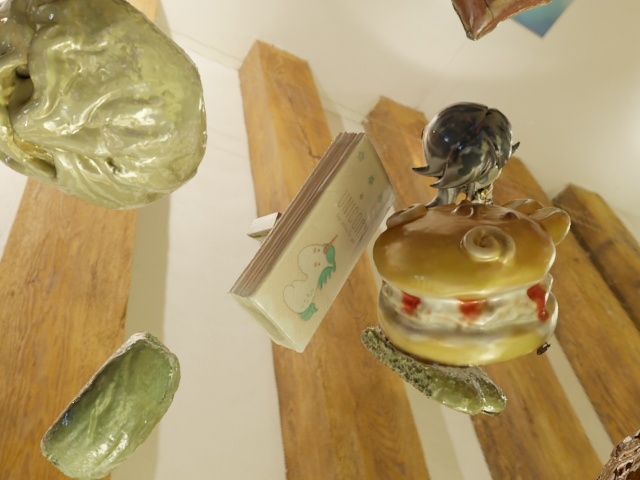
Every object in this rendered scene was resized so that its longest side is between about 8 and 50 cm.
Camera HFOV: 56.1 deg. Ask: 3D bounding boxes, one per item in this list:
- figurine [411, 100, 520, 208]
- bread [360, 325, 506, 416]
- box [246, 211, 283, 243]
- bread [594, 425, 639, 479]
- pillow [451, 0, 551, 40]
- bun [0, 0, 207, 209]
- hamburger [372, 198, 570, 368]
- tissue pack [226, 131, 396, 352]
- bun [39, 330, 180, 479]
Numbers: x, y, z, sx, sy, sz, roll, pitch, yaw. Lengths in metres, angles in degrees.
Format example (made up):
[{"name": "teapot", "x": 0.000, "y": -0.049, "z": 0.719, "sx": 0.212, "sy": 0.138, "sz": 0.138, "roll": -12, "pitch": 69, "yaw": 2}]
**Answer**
[{"name": "figurine", "x": 0.280, "y": -0.150, "z": 1.165, "sx": 0.196, "sy": 0.265, "sz": 0.175, "roll": 17, "pitch": -123, "yaw": 3}, {"name": "bread", "x": 0.199, "y": 0.215, "z": 1.006, "sx": 0.207, "sy": 0.056, "sz": 0.286, "roll": 19, "pitch": -175, "yaw": -30}, {"name": "box", "x": -0.107, "y": -0.023, "z": 1.288, "sx": 0.049, "sy": 0.207, "sz": 0.041, "roll": 27, "pitch": -103, "yaw": -19}, {"name": "bread", "x": 0.429, "y": 0.337, "z": 0.761, "sx": 0.148, "sy": 0.270, "sz": 0.269, "roll": 33, "pitch": -150, "yaw": 25}, {"name": "pillow", "x": 0.312, "y": -0.468, "z": 1.066, "sx": 0.172, "sy": 0.179, "sz": 0.075, "roll": 64, "pitch": 178, "yaw": -7}, {"name": "bun", "x": -0.213, "y": -0.112, "z": 0.538, "sx": 0.231, "sy": 0.231, "sz": 0.133, "roll": 29, "pitch": -127, "yaw": -12}, {"name": "hamburger", "x": 0.225, "y": 0.039, "z": 0.865, "sx": 0.302, "sy": 0.187, "sz": 0.261, "roll": -7, "pitch": -161, "yaw": -15}, {"name": "tissue pack", "x": 0.000, "y": 0.000, "z": 0.957, "sx": 0.071, "sy": 0.326, "sz": 0.170, "roll": 16, "pitch": 154, "yaw": 40}, {"name": "bun", "x": -0.275, "y": 0.231, "z": 0.835, "sx": 0.108, "sy": 0.221, "sz": 0.221, "roll": 38, "pitch": -146, "yaw": -2}]
